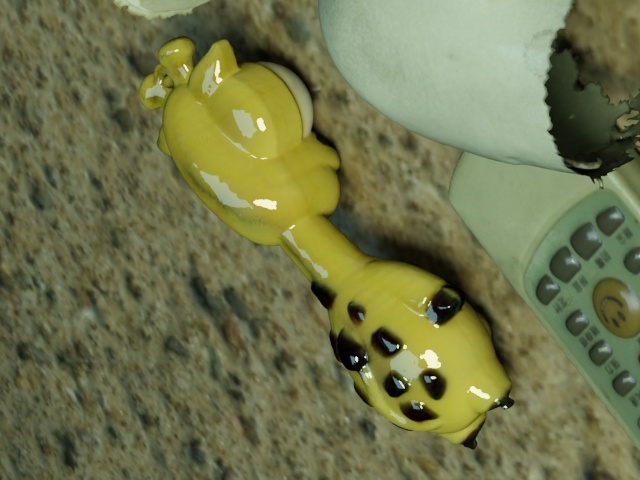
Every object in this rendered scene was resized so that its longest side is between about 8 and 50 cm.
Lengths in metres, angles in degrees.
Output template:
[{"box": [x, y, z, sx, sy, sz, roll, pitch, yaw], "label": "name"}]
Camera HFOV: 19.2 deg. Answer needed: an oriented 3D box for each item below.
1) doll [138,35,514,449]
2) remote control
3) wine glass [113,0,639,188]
[{"box": [0.001, 0.000, 1.086, 0.291, 0.086, 0.117, 49, 137, 13], "label": "doll"}, {"box": [0.172, 0.049, 0.954, 0.285, 0.038, 0.123, 53, 143, 12], "label": "remote control"}, {"box": [0.026, -0.132, 0.926, 0.321, 0.143, 0.143, 29, 133, 37], "label": "wine glass"}]
